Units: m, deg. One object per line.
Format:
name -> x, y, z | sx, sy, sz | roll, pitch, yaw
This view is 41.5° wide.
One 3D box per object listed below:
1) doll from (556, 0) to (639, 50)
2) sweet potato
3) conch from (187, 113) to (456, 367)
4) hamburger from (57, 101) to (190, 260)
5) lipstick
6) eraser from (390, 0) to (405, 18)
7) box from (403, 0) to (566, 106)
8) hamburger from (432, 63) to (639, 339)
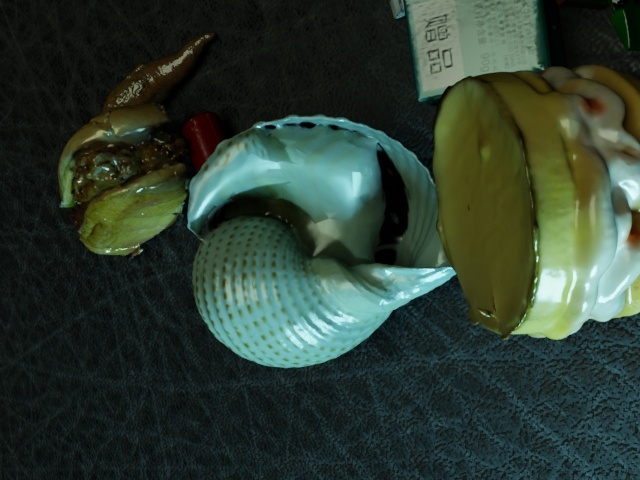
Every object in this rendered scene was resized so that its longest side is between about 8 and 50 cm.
doll -> 0.305, -0.301, 0.831 | 0.134, 0.106, 0.186 | 48, 130, 38
sweet potato -> -0.243, -0.248, 1.283 | 0.226, 0.068, 0.068 | -32, 74, 15
conch -> -0.002, -0.002, 1.034 | 0.319, 0.215, 0.303 | -6, 97, 5
hamburger -> -0.300, -0.086, 1.268 | 0.282, 0.245, 0.155 | -27, 74, 17
lipstick -> -0.123, -0.049, 1.201 | 0.073, 0.073, 0.279 | -34, 73, 33
eraser -> 0.126, -0.300, 1.025 | 0.099, 0.019, 0.027 | -19, 84, 33
box -> 0.175, -0.282, 0.934 | 0.153, 0.092, 0.245 | -7, 89, 28
hamburger -> 0.251, -0.042, 0.822 | 0.276, 0.237, 0.276 | 173, 90, -78
